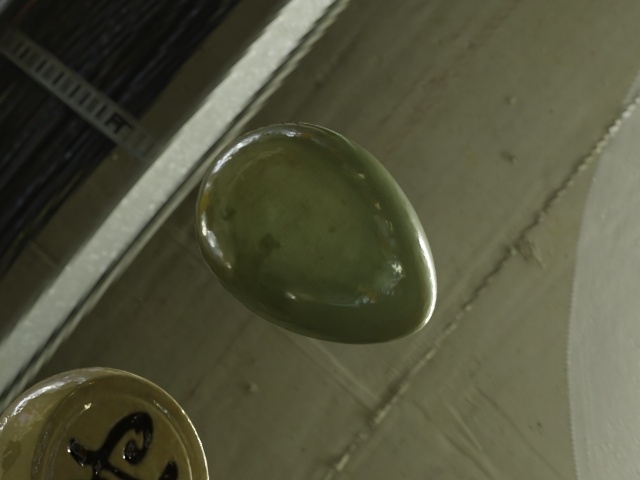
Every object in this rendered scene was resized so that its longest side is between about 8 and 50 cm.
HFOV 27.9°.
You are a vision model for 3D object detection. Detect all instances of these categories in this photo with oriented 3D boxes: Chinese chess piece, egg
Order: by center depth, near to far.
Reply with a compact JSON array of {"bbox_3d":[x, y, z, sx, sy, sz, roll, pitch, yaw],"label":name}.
[{"bbox_3d":[-0.236,0.261,1.349,0.104,0.257,0.257,-16,-123,41],"label":"Chinese chess piece"},{"bbox_3d":[0.000,0.000,1.416,0.295,0.218,0.218,39,-94,6],"label":"egg"}]
